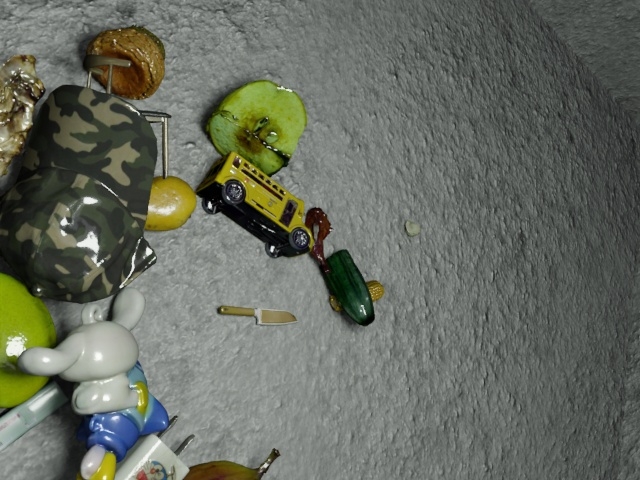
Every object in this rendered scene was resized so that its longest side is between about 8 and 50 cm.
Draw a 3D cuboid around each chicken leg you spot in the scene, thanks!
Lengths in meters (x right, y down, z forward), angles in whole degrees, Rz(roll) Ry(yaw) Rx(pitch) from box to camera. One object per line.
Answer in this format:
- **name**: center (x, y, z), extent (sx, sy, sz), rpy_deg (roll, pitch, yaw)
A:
- **chicken leg**: center (-0.006, -0.002, 1.760), extent (0.093, 0.053, 0.204), rpy_deg (13, 71, -20)

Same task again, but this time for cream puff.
- **cream puff**: center (-0.458, -0.458, 1.476), extent (0.183, 0.183, 0.168), rpy_deg (38, 45, -24)

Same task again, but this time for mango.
- **mango**: center (-0.400, -0.090, 1.471), extent (0.195, 0.098, 0.137), rpy_deg (-3, 84, -30)
- **mango**: center (-0.625, 0.195, 1.200), extent (0.186, 0.149, 0.272), rpy_deg (1, 75, -30)

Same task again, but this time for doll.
- **doll**: center (-0.455, 0.309, 1.258), extent (0.376, 0.187, 0.365), rpy_deg (-26, 109, -58)

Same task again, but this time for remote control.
- **remote control**: center (-0.612, 0.361, 1.247), extent (0.166, 0.029, 0.065), rpy_deg (-38, 104, -36)

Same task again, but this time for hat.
- **hat**: center (-0.500, -0.097, 1.205), extent (0.367, 0.381, 0.257), rpy_deg (15, 33, -3)

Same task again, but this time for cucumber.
- **cucumber**: center (0.095, 0.134, 1.744), extent (0.115, 0.063, 0.243), rpy_deg (-10, 57, -32)

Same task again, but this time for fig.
- **fig**: center (-0.214, 0.574, 1.414), extent (0.274, 0.146, 0.170), rpy_deg (-26, 96, -23)

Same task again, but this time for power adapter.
- **power adapter**: center (-0.369, 0.490, 1.339), extent (0.130, 0.125, 0.205), rpy_deg (51, 56, -16)

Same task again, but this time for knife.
- **knife**: center (-0.163, 0.205, 1.624), extent (0.256, 0.022, 0.046), rpy_deg (11, 64, -39)

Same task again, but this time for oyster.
- **oyster**: center (-0.660, -0.184, 1.221), extent (0.111, 0.204, 0.395), rpy_deg (22, 85, -26)

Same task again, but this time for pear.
- **pear**: center (-0.170, -0.334, 1.664), extent (0.238, 0.164, 0.255), rpy_deg (32, 57, -16)

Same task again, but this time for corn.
- **corn**: center (0.115, 0.166, 1.815), extent (0.207, 0.068, 0.068), rpy_deg (-13, 88, -39)

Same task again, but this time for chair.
- **chair**: center (-0.452, -0.277, 1.382), extent (0.166, 0.188, 0.272), rpy_deg (-5, 100, -38)

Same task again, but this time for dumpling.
- **dumpling**: center (0.309, -0.043, 2.027), extent (0.077, 0.043, 0.059), rpy_deg (-10, 63, -35)

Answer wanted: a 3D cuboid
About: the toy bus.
- **toy bus**: center (-0.157, -0.087, 1.618), extent (0.331, 0.145, 0.151), rpy_deg (36, 59, -24)
